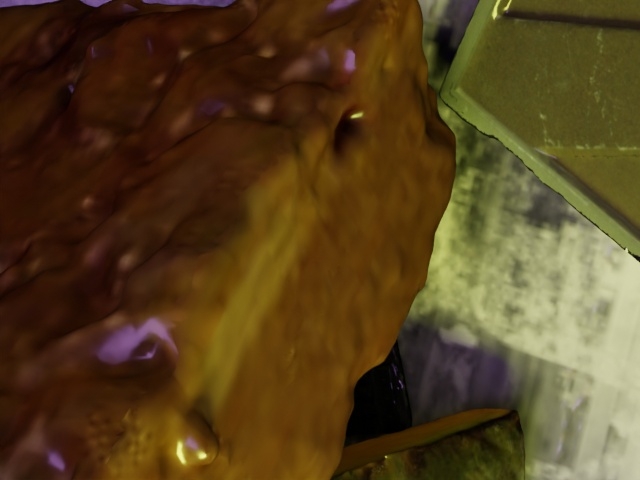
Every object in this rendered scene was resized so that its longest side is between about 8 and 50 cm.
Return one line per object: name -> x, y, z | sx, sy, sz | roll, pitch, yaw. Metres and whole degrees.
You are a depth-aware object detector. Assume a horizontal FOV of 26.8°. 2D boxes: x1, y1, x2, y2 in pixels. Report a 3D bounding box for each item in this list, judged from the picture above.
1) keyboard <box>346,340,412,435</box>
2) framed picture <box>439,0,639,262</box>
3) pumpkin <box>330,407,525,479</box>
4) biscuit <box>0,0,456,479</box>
keyboard -> 0.000, 0.000, 0.759 | 0.072, 0.023, 0.231 | -8, 96, 30
framed picture -> 0.210, -0.067, 0.565 | 0.335, 0.022, 0.247 | 44, 131, 28
pumpkin -> -0.051, 0.180, 0.724 | 0.312, 0.169, 0.148 | -9, 103, 29
biscuit -> -0.150, 0.034, 0.657 | 0.395, 0.343, 0.166 | 1, 141, 37
